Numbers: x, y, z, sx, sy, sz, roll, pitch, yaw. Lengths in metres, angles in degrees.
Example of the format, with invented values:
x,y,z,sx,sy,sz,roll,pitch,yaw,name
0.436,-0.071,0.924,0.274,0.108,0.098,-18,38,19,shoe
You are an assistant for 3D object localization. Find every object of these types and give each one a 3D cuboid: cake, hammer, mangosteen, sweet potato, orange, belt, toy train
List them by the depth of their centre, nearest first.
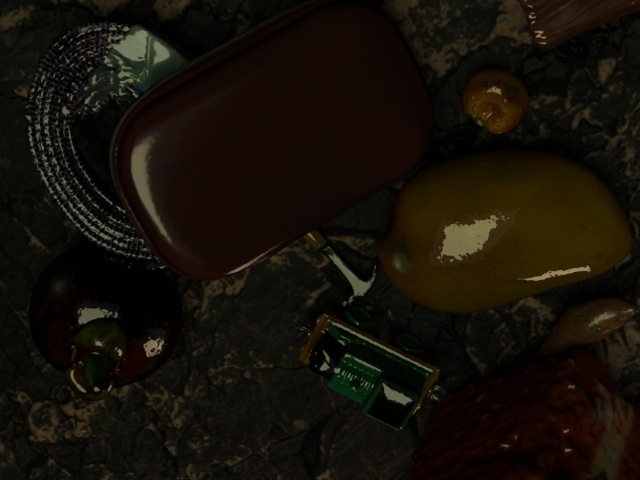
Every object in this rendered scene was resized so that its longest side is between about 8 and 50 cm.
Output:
x,y,z,sx,sy,sz,roll,pitch,yaw,name
0.220,-0.179,1.608,0.086,0.062,0.086,11,133,11,orange
-0.236,-0.128,1.653,0.260,0.122,0.325,-31,99,-5,belt
0.312,0.354,1.713,0.270,0.269,0.319,-29,111,38,cake
0.337,0.122,1.738,0.068,0.068,0.226,42,130,-11,sweet potato
0.000,0.000,1.757,0.078,0.021,0.201,-41,100,12,hammer
-0.296,0.118,1.766,0.216,0.216,0.216,4,117,9,mangosteen
0.067,0.176,1.771,0.228,0.136,0.091,26,118,-5,toy train

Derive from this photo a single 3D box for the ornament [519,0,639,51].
x,y,z,sx,sy,sz,roll,pitch,yaw,name
0.319,-0.341,1.443,0.218,0.221,0.235,-15,153,13,ornament

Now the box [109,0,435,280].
x,y,z,sx,sy,sz,roll,pitch,yaw,name
-0.056,-0.126,1.576,0.404,0.108,0.263,-30,110,-9,box

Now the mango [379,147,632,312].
x,y,z,sx,sy,sz,roll,pitch,yaw,name
0.231,-0.013,1.630,0.317,0.173,0.211,-7,118,5,mango
